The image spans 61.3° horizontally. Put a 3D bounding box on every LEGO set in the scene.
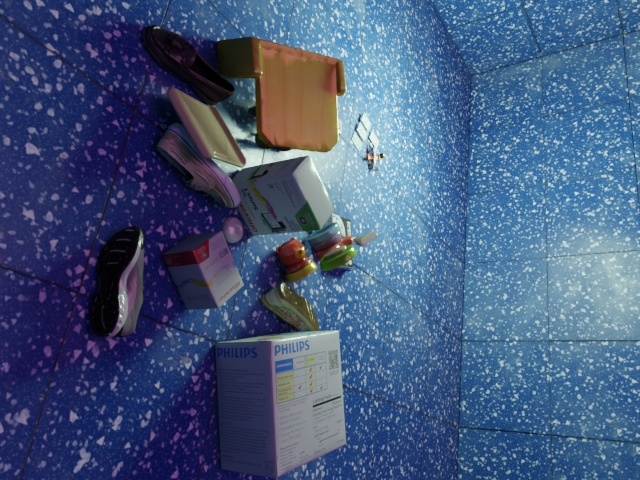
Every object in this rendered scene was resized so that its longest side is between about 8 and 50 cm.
[{"bbox_3d":[0.239,-0.441,2.487,0.244,0.060,0.183,52,48,-39],"label":"LEGO set"}]

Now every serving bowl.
[{"bbox_3d":[-0.265,-0.033,1.668,0.083,0.027,0.084,13,74,-55],"label":"serving bowl"}]

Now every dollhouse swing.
[{"bbox_3d":[-0.129,-0.455,1.731,0.346,0.315,0.305,-2,104,-38],"label":"dollhouse swing"}]

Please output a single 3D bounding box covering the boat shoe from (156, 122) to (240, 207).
[{"bbox_3d":[-0.346,-0.192,1.531,0.094,0.109,0.302,-51,124,-20],"label":"boat shoe"}]

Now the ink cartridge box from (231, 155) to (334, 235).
[{"bbox_3d":[-0.127,-0.131,1.672,0.117,0.278,0.202,-55,128,-42],"label":"ink cartridge box"}]

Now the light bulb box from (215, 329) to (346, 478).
[{"bbox_3d":[-0.113,0.467,1.630,0.357,0.225,0.362,6,79,-56],"label":"light bulb box"}]

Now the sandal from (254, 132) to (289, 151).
[{"bbox_3d":[-0.150,-0.354,1.852,0.219,0.089,0.060,-3,76,-56],"label":"sandal"}]

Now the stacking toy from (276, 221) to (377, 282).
[{"bbox_3d":[0.016,0.005,1.866,0.309,0.279,0.131,-38,105,-46],"label":"stacking toy"}]

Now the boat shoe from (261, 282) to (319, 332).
[{"bbox_3d":[-0.095,0.240,1.842,0.285,0.089,0.105,51,19,-43],"label":"boat shoe"}]

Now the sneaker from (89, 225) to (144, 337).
[{"bbox_3d":[-0.469,0.098,1.289,0.108,0.100,0.272,39,55,-64],"label":"sneaker"}]

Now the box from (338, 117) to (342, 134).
[{"bbox_3d":[-0.026,-0.503,2.085,0.324,0.067,0.063,30,61,-52],"label":"box"}]

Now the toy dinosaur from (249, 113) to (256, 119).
[{"bbox_3d":[-0.162,-0.468,1.874,0.211,0.064,0.113,-8,92,-57],"label":"toy dinosaur"}]

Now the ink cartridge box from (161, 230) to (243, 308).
[{"bbox_3d":[-0.318,0.083,1.475,0.128,0.127,0.176,-43,119,-52],"label":"ink cartridge box"}]

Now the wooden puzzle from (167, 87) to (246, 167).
[{"bbox_3d":[-0.320,-0.307,1.528,0.221,0.044,0.238,59,16,7],"label":"wooden puzzle"}]

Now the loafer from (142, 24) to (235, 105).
[{"bbox_3d":[-0.364,-0.508,1.542,0.302,0.095,0.109,39,53,-47],"label":"loafer"}]

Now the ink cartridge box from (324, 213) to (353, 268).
[{"bbox_3d":[0.089,0.011,2.186,0.208,0.045,0.207,12,73,-57],"label":"ink cartridge box"}]
